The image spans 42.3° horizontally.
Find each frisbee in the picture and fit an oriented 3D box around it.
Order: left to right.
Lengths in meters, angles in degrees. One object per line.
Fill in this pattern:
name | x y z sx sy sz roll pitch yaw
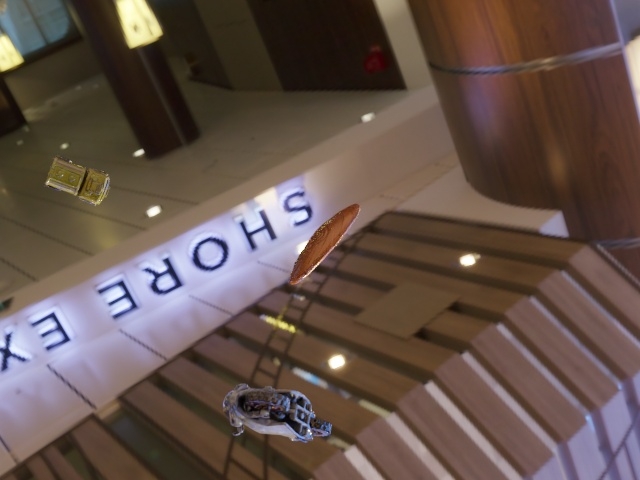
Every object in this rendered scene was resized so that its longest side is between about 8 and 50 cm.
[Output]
frisbee | 0.000 0.000 1.523 0.192 0.035 0.192 -48 -174 7

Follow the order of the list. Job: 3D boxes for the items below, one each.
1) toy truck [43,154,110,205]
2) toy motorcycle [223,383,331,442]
toy truck | -0.331 -0.081 1.133 0.049 0.083 0.054 -69 -164 -1
toy motorcycle | -0.071 0.276 1.291 0.123 0.215 0.080 -2 -116 26
